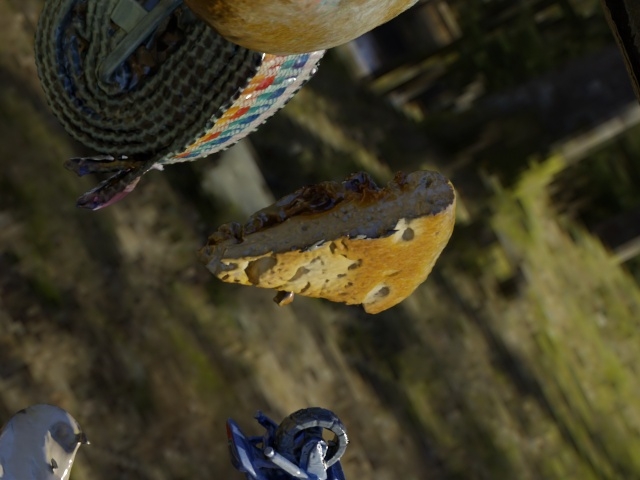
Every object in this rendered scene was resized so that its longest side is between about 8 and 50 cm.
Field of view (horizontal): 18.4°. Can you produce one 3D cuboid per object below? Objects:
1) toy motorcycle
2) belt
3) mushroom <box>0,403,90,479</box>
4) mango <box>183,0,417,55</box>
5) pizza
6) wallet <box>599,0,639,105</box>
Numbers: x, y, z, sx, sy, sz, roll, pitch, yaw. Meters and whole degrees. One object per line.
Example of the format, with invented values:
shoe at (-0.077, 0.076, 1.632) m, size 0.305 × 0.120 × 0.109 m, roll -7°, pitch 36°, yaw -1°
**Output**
toy motorcycle at (-0.031, 0.227, 1.699) m, size 0.076 × 0.114 × 0.205 m, roll -110°, pitch -164°, yaw -52°
belt at (-0.130, -0.180, 1.706) m, size 0.206 × 0.295 × 0.160 m, roll 58°, pitch 30°, yaw 10°
mushroom at (-0.276, 0.299, 1.833) m, size 0.156 × 0.151 × 0.285 m, roll 18°, pitch 43°, yaw -30°
mango at (0.000, -0.210, 1.328) m, size 0.146 × 0.193 × 0.316 m, roll 58°, pitch 15°, yaw 12°
pizza at (0.000, -0.002, 1.487) m, size 0.154 × 0.194 × 0.069 m, roll 116°, pitch -31°, yaw -58°
wallet at (0.282, -0.220, 1.550) m, size 0.045 × 0.172 × 0.318 m, roll 4°, pitch 61°, yaw -42°
